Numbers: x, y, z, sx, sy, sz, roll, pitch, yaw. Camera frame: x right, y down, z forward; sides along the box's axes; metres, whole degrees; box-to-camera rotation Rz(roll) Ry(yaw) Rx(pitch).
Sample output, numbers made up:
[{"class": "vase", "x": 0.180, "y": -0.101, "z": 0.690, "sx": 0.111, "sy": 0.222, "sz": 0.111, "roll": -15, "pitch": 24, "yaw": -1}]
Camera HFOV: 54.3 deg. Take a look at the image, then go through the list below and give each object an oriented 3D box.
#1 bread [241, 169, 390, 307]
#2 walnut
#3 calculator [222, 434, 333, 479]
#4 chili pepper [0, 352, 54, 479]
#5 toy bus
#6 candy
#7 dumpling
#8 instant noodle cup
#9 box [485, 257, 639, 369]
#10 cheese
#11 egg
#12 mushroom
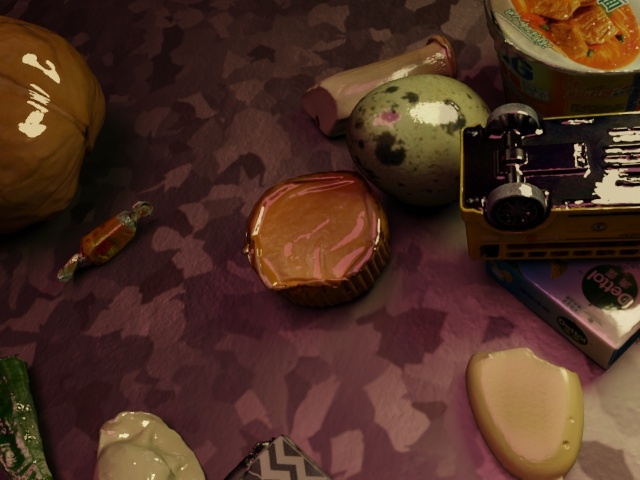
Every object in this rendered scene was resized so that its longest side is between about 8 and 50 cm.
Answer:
[{"class": "bread", "x": 0.000, "y": -0.001, "z": 0.862, "sx": 0.199, "sy": 0.104, "sz": 0.199, "roll": -7, "pitch": 63, "yaw": 15}, {"class": "walnut", "x": -0.549, "y": -0.191, "z": 1.005, "sx": 0.398, "sy": 0.308, "sz": 0.353, "roll": 0, "pitch": 60, "yaw": 14}, {"class": "calculator", "x": -0.093, "y": 0.354, "z": 0.692, "sx": 0.166, "sy": 0.028, "sz": 0.274, "roll": 32, "pitch": 60, "yaw": 34}, {"class": "chili pepper", "x": -0.409, "y": 0.264, "z": 0.856, "sx": 0.088, "sy": 0.059, "sz": 0.227, "roll": -36, "pitch": 60, "yaw": -11}, {"class": "toy bus", "x": 0.325, "y": -0.060, "z": 0.689, "sx": 0.332, "sy": 0.151, "sz": 0.145, "roll": -1, "pitch": 53, "yaw": 15}, {"class": "candy", "x": -0.341, "y": -0.001, "z": 0.989, "sx": 0.182, "sy": 0.053, "sz": 0.046, "roll": -41, "pitch": 58, "yaw": -6}, {"class": "dumpling", "x": -0.210, "y": 0.304, "z": 0.764, "sx": 0.134, "sy": 0.099, "sz": 0.169, "roll": 5, "pitch": 31, "yaw": -21}, {"class": "instant noodle cup", "x": 0.371, "y": -0.258, "z": 0.835, "sx": 0.297, "sy": 0.214, "sz": 0.296, "roll": -7, "pitch": 60, "yaw": 13}, {"class": "box", "x": 0.320, "y": 0.036, "z": 0.764, "sx": 0.139, "sy": 0.073, "sz": 0.194, "roll": -40, "pitch": 58, "yaw": -10}, {"class": "cheese", "x": 0.242, "y": 0.240, "z": 0.686, "sx": 0.127, "sy": 0.050, "sz": 0.255, "roll": -10, "pitch": 60, "yaw": 8}, {"class": "egg", "x": 0.132, "y": -0.135, "z": 0.834, "sx": 0.177, "sy": 0.228, "sz": 0.176, "roll": -9, "pitch": 78, "yaw": 49}, {"class": "mushroom", "x": 0.093, "y": -0.236, "z": 0.975, "sx": 0.247, "sy": 0.108, "sz": 0.096, "roll": -21, "pitch": 98, "yaw": 6}]
